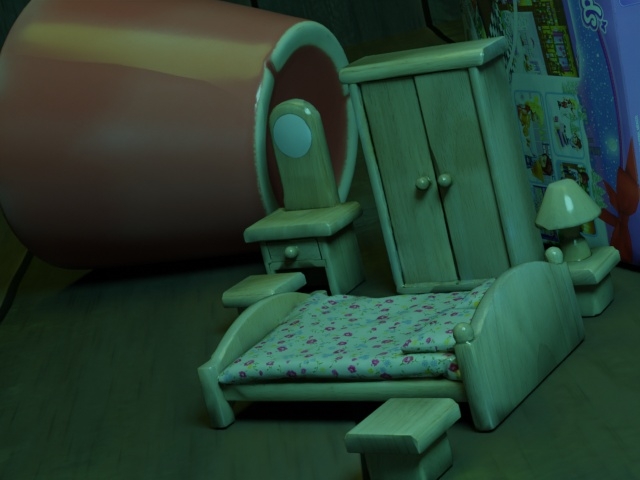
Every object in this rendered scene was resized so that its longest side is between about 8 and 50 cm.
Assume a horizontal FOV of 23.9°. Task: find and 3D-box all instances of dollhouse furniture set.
[{"bbox_3d":[0.000,0.000,0.960,0.303,0.174,0.355,-5,16,33],"label":"dollhouse furniture set"}]

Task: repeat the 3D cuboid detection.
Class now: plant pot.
[{"bbox_3d":[-0.115,-0.096,1.332,0.243,0.275,0.275,5,21,26],"label":"plant pot"}]

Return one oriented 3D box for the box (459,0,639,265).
[{"bbox_3d":[0.177,-0.137,1.075,0.057,0.293,0.201,-16,14,-22],"label":"box"}]
